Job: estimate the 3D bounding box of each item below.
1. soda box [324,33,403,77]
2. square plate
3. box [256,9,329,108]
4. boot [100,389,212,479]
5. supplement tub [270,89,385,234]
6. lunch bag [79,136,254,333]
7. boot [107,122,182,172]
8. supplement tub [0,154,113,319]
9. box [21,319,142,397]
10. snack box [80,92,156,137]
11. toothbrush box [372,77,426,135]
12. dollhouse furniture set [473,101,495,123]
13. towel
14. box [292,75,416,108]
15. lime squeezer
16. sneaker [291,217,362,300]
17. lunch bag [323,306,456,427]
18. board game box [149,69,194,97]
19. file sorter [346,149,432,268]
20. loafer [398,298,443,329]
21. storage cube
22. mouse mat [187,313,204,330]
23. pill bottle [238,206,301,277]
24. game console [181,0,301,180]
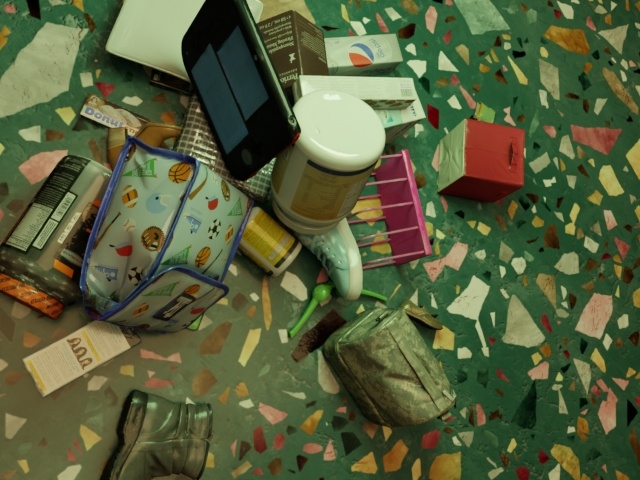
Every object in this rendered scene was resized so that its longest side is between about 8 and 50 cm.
[{"bbox_3d":[0.094,-0.542,1.861,0.286,0.098,0.091,-11,84,-24],"label":"soda box"},{"bbox_3d":[-0.353,-0.567,1.684,0.347,0.049,0.344,19,66,-17],"label":"square plate"},{"bbox_3d":[-0.087,-0.477,1.701,0.167,0.168,0.203,7,73,-62],"label":"box"},{"bbox_3d":[-0.376,0.528,1.451,0.222,0.118,0.339,21,76,-22],"label":"boot"},{"bbox_3d":[0.005,-0.178,1.519,0.228,0.316,0.229,8,56,-12],"label":"supplement tub"},{"bbox_3d":[-0.341,0.018,1.417,0.238,0.328,0.386,19,83,20],"label":"lunch bag"},{"bbox_3d":[-0.433,-0.212,1.579,0.197,0.073,0.153,-7,92,6],"label":"boot"},{"bbox_3d":[-0.579,-0.006,1.425,0.207,0.207,0.338,31,70,-13],"label":"supplement tub"},{"bbox_3d":[-0.550,0.256,1.461,0.244,0.060,0.101,-29,91,-24],"label":"box"},{"bbox_3d":[-0.516,-0.310,1.612,0.178,0.022,0.064,23,73,-16],"label":"snack box"},{"bbox_3d":[0.106,-0.331,1.758,0.295,0.216,0.126,-19,86,-25],"label":"toothbrush box"},{"bbox_3d":[0.532,-0.380,2.021,0.076,0.058,0.152,21,72,-17],"label":"dollhouse furniture set"},{"bbox_3d":[-0.233,-0.244,1.657,0.283,0.121,0.235,18,74,-17],"label":"towel"},{"bbox_3d":[0.090,-0.377,1.609,0.323,0.063,0.067,-6,78,-22],"label":"box"},{"bbox_3d":[0.046,0.162,1.720,0.310,0.059,0.110,-18,86,-25],"label":"lime squeezer"},{"bbox_3d":[0.000,0.000,1.688,0.150,0.135,0.366,-9,64,-18],"label":"sneaker"},{"bbox_3d":[0.191,0.329,1.634,0.212,0.256,0.305,-34,93,-24],"label":"lunch bag"},{"bbox_3d":[-0.378,-0.488,1.701,0.126,0.026,0.186,15,74,-19],"label":"board game box"},{"bbox_3d":[0.152,-0.073,1.734,0.182,0.202,0.291,-10,83,-20],"label":"file sorter"},{"bbox_3d":[0.293,0.213,1.807,0.148,0.056,0.050,28,77,-14],"label":"loafer"},{"bbox_3d":[0.478,-0.234,1.893,0.193,0.215,0.184,8,77,-13],"label":"storage cube"},{"bbox_3d":[-0.374,0.129,1.587,0.189,0.007,0.153,23,71,-17],"label":"mouse mat"},{"bbox_3d":[-0.161,-0.011,1.638,0.208,0.119,0.119,42,68,-10],"label":"pill bottle"},{"bbox_3d":[-0.197,-0.352,1.447,0.060,0.342,0.387,-23,89,-28],"label":"game console"}]
